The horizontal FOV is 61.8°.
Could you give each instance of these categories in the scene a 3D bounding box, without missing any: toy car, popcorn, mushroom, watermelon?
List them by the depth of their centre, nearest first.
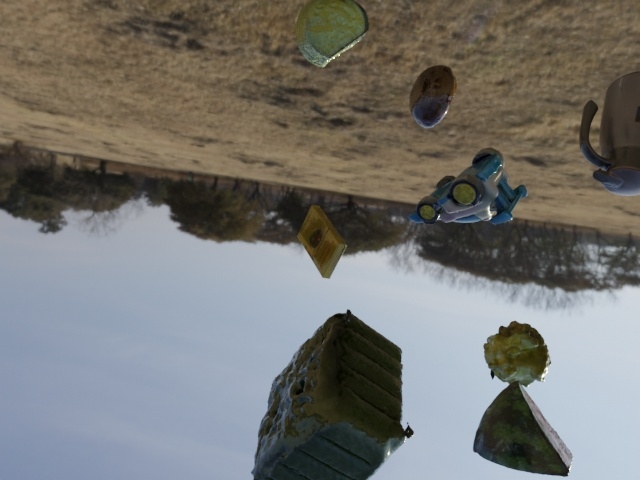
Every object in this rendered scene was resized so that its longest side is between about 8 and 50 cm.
[{"bbox_3d":[0.224,-0.057,0.826,0.161,0.098,0.126,-38,-178,44],"label":"toy car"},{"bbox_3d":[0.220,-0.275,1.032,0.087,0.127,0.127,10,-176,-6],"label":"mushroom"},{"bbox_3d":[0.424,0.373,1.033,0.202,0.136,0.207,1,-170,-24],"label":"watermelon"},{"bbox_3d":[0.502,0.297,1.376,0.173,0.173,0.142,7,162,-28],"label":"popcorn"}]

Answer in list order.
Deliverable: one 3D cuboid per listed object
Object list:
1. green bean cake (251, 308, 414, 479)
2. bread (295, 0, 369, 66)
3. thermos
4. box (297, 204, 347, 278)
[{"bbox_3d":[0.011,0.274,0.866,0.156,0.247,0.250,34,-152,-9],"label":"green bean cake"},{"bbox_3d":[0.018,-0.380,0.953,0.111,0.129,0.114,49,-176,-19],"label":"bread"},{"bbox_3d":[0.473,-0.164,0.837,0.137,0.193,0.105,24,157,1],"label":"thermos"},{"bbox_3d":[0.000,0.000,1.116,0.023,0.087,0.155,7,-150,-30],"label":"box"}]
